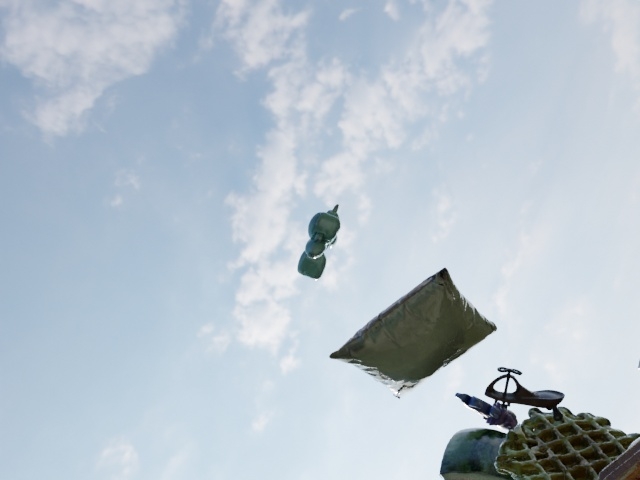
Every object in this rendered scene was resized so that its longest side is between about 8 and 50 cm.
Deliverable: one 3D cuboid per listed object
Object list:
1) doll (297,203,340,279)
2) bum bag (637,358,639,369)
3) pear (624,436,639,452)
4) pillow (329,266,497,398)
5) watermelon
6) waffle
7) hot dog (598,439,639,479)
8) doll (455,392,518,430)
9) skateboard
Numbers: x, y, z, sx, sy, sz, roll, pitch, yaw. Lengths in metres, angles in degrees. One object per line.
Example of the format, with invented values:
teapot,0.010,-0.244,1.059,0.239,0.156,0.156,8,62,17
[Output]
doll,0.000,0.000,1.262,0.158,0.059,0.159,109,-174,-45
bum bag,0.775,0.205,1.332,0.248,0.102,0.069,-32,-76,-10
pear,0.662,0.437,1.096,0.283,0.283,0.283,-17,-64,-37
pillow,0.217,0.218,1.430,0.310,0.119,0.312,-36,-43,14
watermelon,0.440,0.586,1.588,0.213,0.262,0.201,-41,-45,-58
waffle,0.528,0.454,1.343,0.317,0.297,0.073,-29,-60,-49
hot dog,0.486,0.336,0.984,0.144,0.038,0.062,-47,-10,14
doll,0.441,0.447,1.689,0.206,0.110,0.067,29,-102,-14
skateboard,0.399,0.295,1.261,0.067,0.151,0.080,-56,-25,-82
